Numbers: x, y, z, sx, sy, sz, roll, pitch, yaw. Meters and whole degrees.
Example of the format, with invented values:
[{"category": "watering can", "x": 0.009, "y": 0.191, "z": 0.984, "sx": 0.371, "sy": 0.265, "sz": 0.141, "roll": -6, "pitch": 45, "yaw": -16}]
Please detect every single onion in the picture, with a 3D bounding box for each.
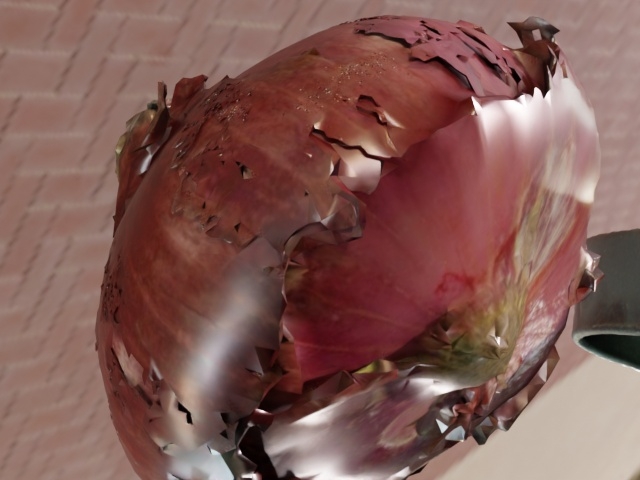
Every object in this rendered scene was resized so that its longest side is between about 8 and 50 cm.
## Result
[{"category": "onion", "x": 0.000, "y": 0.000, "z": 0.434, "sx": 0.184, "sy": 0.147, "sz": 0.184, "roll": -39, "pitch": 155, "yaw": -22}]

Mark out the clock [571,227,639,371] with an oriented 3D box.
[{"category": "clock", "x": 0.217, "y": 0.044, "z": 0.584, "sx": 0.226, "sy": 0.226, "sz": 0.049, "roll": 31, "pitch": 72, "yaw": -68}]
